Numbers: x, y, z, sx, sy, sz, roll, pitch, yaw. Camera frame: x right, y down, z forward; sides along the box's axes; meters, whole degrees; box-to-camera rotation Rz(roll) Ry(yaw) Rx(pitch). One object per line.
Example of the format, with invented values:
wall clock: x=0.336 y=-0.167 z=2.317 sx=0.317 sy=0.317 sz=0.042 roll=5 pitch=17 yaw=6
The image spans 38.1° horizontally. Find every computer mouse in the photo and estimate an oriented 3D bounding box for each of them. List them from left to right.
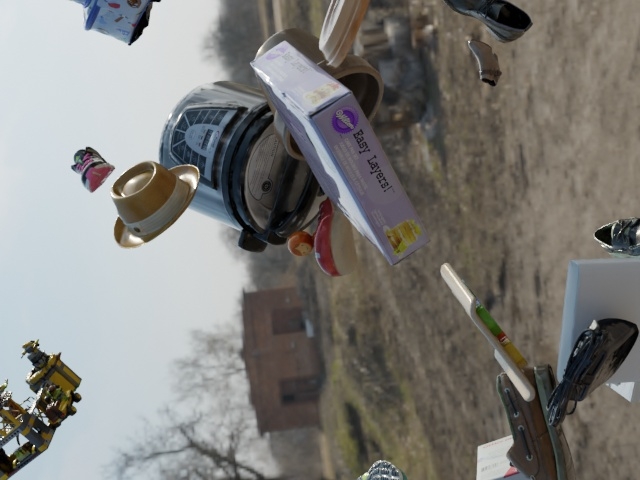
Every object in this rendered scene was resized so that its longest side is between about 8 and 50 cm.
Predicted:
computer mouse: x=0.453 y=0.190 z=1.557 sx=0.272 sy=0.072 sz=0.188 roll=-14 pitch=-50 yaw=-53

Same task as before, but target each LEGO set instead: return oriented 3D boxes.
LEGO set: x=-0.549 y=0.271 z=1.429 sx=0.192 sy=0.331 sz=0.255 roll=48 pitch=-157 yaw=-19

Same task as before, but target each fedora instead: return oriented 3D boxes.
fedora: x=-0.290 y=-0.076 z=1.535 sx=0.079 sy=0.194 sz=0.194 roll=47 pitch=-161 yaw=-32

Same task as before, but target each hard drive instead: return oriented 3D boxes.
hard drive: x=0.613 y=0.145 z=1.706 sx=0.047 sy=0.353 sz=0.233 roll=-135 pitch=45 yaw=-69

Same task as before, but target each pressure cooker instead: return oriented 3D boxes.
pressure cooker: x=-0.155 y=-0.204 z=2.350 sx=0.420 sy=0.375 sz=0.370 roll=23 pitch=140 yaw=40

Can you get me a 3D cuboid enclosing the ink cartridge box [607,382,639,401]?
ink cartridge box: x=0.729 y=0.318 z=2.157 sx=0.150 sy=0.109 sz=0.063 roll=-137 pitch=52 yaw=-68

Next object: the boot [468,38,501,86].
boot: x=0.412 y=-0.442 z=2.330 sx=0.042 sy=0.118 sz=0.087 roll=-18 pitch=56 yaw=50

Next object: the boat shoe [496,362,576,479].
boat shoe: x=0.387 y=0.377 z=1.654 sx=0.110 sy=0.104 sz=0.307 roll=28 pitch=-128 yaw=-65

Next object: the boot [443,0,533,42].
boot: x=0.325 y=-0.475 z=1.833 sx=0.082 sy=0.219 sz=0.106 roll=-59 pitch=13 yaw=-1

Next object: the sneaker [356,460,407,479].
sneaker: x=0.165 y=0.616 z=2.308 sx=0.275 sy=0.110 sz=0.107 roll=126 pitch=156 yaw=-63

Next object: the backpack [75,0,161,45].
backpack: x=-0.404 y=-0.535 z=1.854 sx=0.263 sy=0.213 sz=0.276 roll=121 pitch=159 yaw=-50

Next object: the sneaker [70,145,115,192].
sneaker: x=-0.436 y=-0.137 z=1.743 sx=0.063 sy=0.075 sz=0.170 roll=-52 pitch=9 yaw=3

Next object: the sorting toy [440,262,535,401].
sorting toy: x=0.280 y=0.144 z=1.532 sx=0.208 sy=0.038 sz=0.193 roll=55 pitch=-176 yaw=-19

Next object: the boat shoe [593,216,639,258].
boat shoe: x=0.614 y=-0.007 z=1.853 sx=0.223 sy=0.073 sz=0.080 roll=142 pitch=151 yaw=-81

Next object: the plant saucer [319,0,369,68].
plant saucer: x=0.042 y=-0.384 z=1.535 sx=0.200 sy=0.037 sz=0.200 roll=-162 pitch=90 yaw=-79

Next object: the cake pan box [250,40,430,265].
cake pan box: x=0.020 y=-0.121 z=1.222 sx=0.246 sy=0.070 sz=0.267 roll=61 pitch=175 yaw=-31

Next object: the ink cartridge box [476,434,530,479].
ink cartridge box: x=0.412 y=0.507 z=1.960 sx=0.127 sy=0.128 sz=0.176 roll=64 pitch=-163 yaw=-10

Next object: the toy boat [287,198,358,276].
toy boat: x=0.000 y=0.000 z=2.110 sx=0.231 sy=0.151 sz=0.151 roll=-99 pitch=-2 yaw=-74

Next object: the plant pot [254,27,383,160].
plant pot: x=-0.029 y=-0.347 z=2.055 sx=0.229 sy=0.263 sz=0.263 roll=53 pitch=164 yaw=25
